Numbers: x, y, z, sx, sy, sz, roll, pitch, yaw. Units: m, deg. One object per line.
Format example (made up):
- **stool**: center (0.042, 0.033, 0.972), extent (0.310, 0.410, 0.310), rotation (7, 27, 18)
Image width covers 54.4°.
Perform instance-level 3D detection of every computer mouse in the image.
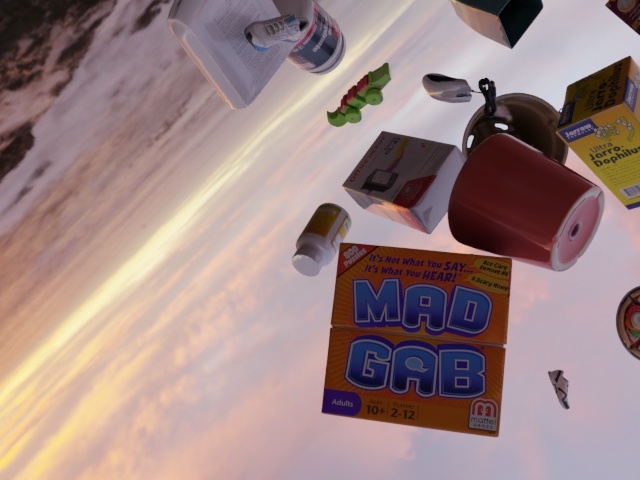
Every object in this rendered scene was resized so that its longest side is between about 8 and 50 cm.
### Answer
- **computer mouse**: center (0.328, -0.354, 1.501), extent (0.193, 0.106, 0.042), rotation (17, -119, 28)

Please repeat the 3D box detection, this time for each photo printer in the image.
- **photo printer**: center (-0.215, -0.512, 1.503), extent (0.107, 0.307, 0.256), rotation (19, -111, 38)

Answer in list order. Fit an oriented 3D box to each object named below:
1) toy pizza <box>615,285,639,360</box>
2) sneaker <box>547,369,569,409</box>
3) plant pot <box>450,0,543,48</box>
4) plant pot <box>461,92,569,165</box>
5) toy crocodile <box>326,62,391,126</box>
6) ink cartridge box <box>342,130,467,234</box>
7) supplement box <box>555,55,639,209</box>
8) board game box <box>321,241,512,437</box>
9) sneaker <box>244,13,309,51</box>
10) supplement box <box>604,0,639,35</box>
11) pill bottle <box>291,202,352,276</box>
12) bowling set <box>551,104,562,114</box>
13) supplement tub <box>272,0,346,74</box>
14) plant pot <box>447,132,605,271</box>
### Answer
- **toy pizza**: center (0.837, 0.209, 1.559), extent (0.201, 0.201, 0.032), rotation (-49, 180, -12)
- **sneaker**: center (0.641, 0.394, 1.648), extent (0.043, 0.109, 0.040), rotation (-21, 177, 14)
- **plant pot**: center (0.524, -0.734, 1.915), extent (0.234, 0.166, 0.165), rotation (38, -90, 38)
- **plant pot**: center (0.617, -0.311, 2.101), extent (0.334, 0.334, 0.305), rotation (-45, -177, 6)
- **toy crocodile**: center (0.146, -0.538, 2.318), extent (0.340, 0.105, 0.115), rotation (-35, -135, 50)
- **ink cartridge box**: center (0.241, -0.171, 1.754), extent (0.226, 0.131, 0.306), rotation (-54, -141, -9)
- **supplement box**: center (0.837, -0.281, 1.688), extent (0.195, 0.356, 0.194), rotation (-23, -144, 51)
- **board game box**: center (0.213, 0.217, 1.422), extent (0.356, 0.356, 0.356), rotation (49, 47, -80)
- **sneaker**: center (-0.095, -0.487, 1.425), extent (0.083, 0.071, 0.190), rotation (-27, -176, 42)
- **supplement box**: center (1.080, -0.784, 2.113), extent (0.081, 0.188, 0.104), rotation (-8, 144, -37)
- **pill bottle**: center (0.000, 0.000, 2.061), extent (0.136, 0.136, 0.246), rotation (-32, -160, 47)
- **bowling set**: center (0.822, -0.453, 2.404), extent (0.287, 0.200, 0.154), rotation (-55, -148, -12)
- **supplement tub**: center (-0.052, -0.641, 1.928), extent (0.191, 0.191, 0.272), rotation (-42, 156, 17)
- **plant pot**: center (0.453, -0.068, 1.353), extent (0.275, 0.275, 0.243), rotation (-48, -131, -11)
